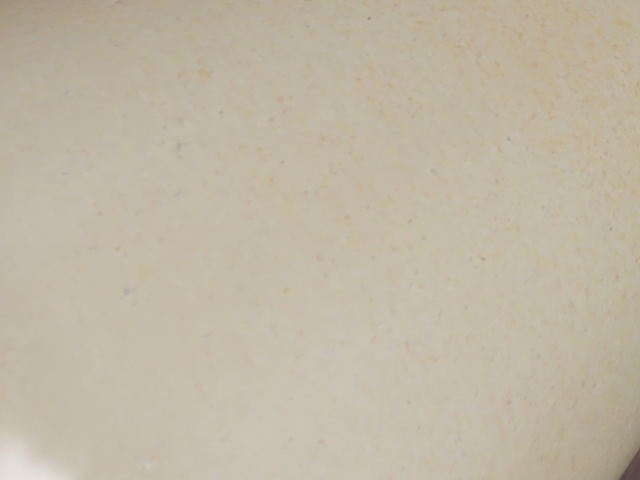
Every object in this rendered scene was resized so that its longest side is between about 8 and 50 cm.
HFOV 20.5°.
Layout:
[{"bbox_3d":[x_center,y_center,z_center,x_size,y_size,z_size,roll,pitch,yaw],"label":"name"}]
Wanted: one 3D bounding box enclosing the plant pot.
[{"bbox_3d":[0.000,0.000,0.488,0.274,0.256,0.256,-36,75,-21],"label":"plant pot"}]
